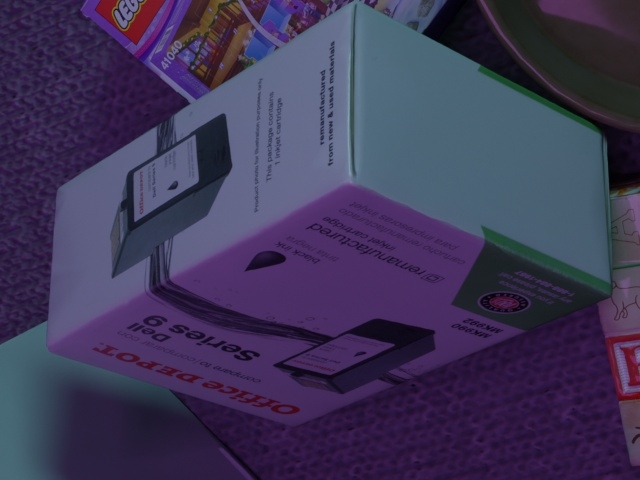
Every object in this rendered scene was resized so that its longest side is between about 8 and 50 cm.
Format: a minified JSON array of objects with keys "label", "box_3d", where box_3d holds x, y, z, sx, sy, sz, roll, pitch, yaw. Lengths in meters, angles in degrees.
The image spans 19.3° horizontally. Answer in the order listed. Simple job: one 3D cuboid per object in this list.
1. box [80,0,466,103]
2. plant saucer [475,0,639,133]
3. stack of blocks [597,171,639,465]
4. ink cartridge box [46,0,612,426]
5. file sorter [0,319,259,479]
[{"label":"box","box_3d":[0.003,-0.203,1.213,0.201,0.057,0.293,41,111,9]},{"label":"plant saucer","box_3d":[0.218,-0.199,1.102,0.278,0.041,0.278,1,103,6]},{"label":"stack of blocks","box_3d":[0.319,0.028,1.121,0.297,0.087,0.171,-8,99,25]},{"label":"ink cartridge box","box_3d":[0.000,0.000,1.140,0.289,0.211,0.121,-28,52,43]},{"label":"file sorter","box_3d":[-0.211,0.202,1.290,0.193,0.278,0.173,44,117,9]}]
